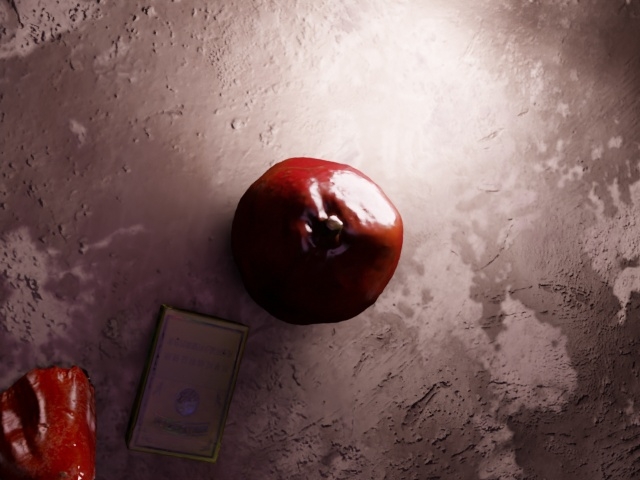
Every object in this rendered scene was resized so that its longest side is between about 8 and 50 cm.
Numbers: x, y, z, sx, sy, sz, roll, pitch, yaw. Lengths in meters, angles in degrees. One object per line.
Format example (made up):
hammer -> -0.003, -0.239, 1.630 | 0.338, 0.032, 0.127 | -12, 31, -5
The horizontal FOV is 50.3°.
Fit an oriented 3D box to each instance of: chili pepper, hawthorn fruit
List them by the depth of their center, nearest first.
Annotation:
chili pepper -> -0.372, 0.277, 0.914 | 0.144, 0.252, 0.136 | 13, 103, -26
hawthorn fruit -> 0.000, 0.000, 1.015 | 0.265, 0.307, 0.265 | 1, 84, -13

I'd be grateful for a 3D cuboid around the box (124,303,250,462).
box -> -0.207, 0.223, 1.065 | 0.141, 0.064, 0.220 | 17, 85, -19
